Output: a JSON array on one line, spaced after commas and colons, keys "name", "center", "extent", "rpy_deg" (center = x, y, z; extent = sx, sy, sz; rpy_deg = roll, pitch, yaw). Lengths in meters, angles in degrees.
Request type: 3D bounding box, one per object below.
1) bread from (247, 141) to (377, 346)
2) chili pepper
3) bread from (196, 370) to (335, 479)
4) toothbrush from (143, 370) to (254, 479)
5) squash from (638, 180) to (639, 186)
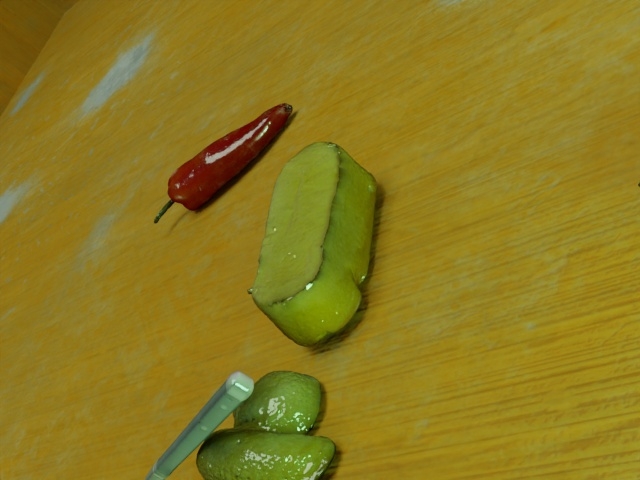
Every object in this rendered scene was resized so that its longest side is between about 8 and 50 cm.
[{"name": "bread", "center": [0.000, 0.000, 1.172], "extent": [0.102, 0.094, 0.245], "rpy_deg": [-23, 37, 28]}, {"name": "chili pepper", "center": [-0.147, -0.108, 1.577], "extent": [0.272, 0.063, 0.071], "rpy_deg": [-37, 42, 21]}, {"name": "bread", "center": [-0.052, 0.181, 1.052], "extent": [0.149, 0.065, 0.187], "rpy_deg": [-54, 24, -18]}, {"name": "toothbrush", "center": [-0.144, 0.212, 1.091], "extent": [0.342, 0.025, 0.030], "rpy_deg": [-49, 14, 47]}, {"name": "squash", "center": [0.340, -0.057, 0.727], "extent": [0.080, 0.071, 0.318], "rpy_deg": [-58, 27, -11]}]
